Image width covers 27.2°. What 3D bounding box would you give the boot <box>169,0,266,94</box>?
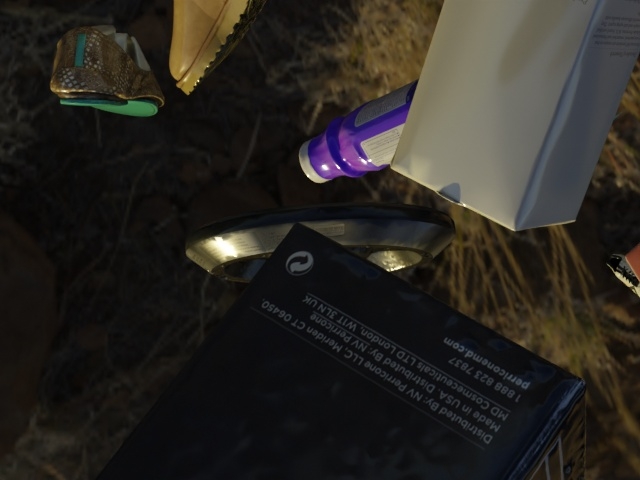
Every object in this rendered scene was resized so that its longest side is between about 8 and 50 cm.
[{"bbox_3d":[-0.171,-0.297,1.261,0.269,0.089,0.236,39,135,-1],"label":"boot"}]

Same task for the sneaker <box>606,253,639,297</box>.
[{"bbox_3d":[0.441,0.053,1.868,0.044,0.109,0.040,16,108,-25],"label":"sneaker"}]

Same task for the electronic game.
[{"bbox_3d":[0.000,0.000,1.122,0.229,0.048,0.229,-4,170,-1],"label":"electronic game"}]

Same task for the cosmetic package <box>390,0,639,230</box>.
[{"bbox_3d":[0.241,-0.215,1.510,0.155,0.197,0.365,-10,124,-50],"label":"cosmetic package"}]

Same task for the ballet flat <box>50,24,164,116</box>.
[{"bbox_3d":[-0.166,-0.138,1.068,0.073,0.206,0.067,3,93,0],"label":"ballet flat"}]

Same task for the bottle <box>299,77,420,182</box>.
[{"bbox_3d":[0.091,-0.154,1.858,0.283,0.118,0.092,-22,104,39],"label":"bottle"}]

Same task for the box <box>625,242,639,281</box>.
[{"bbox_3d":[0.348,0.013,1.027,0.091,0.130,0.170,-1,143,-42],"label":"box"}]

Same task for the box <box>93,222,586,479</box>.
[{"bbox_3d":[-0.008,0.201,0.712,0.294,0.183,0.296,-53,155,-19],"label":"box"}]

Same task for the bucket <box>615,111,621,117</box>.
[{"bbox_3d":[0.314,-0.216,2.081,0.281,0.281,0.183,31,108,-27],"label":"bucket"}]
